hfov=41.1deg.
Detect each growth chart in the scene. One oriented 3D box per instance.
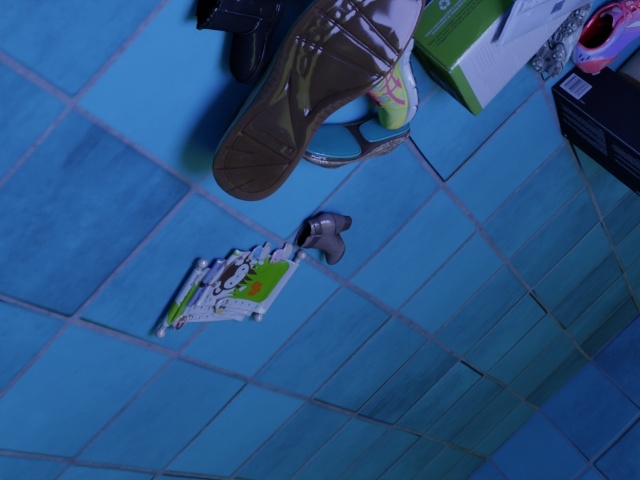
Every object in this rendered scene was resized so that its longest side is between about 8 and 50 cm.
[{"bbox_3d":[-0.133,0.073,1.326,0.237,0.021,0.172,-1,129,-49],"label":"growth chart"}]

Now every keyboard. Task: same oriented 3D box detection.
[{"bbox_3d":[0.323,-0.325,1.152,0.256,0.014,0.072,-30,159,-36],"label":"keyboard"}]

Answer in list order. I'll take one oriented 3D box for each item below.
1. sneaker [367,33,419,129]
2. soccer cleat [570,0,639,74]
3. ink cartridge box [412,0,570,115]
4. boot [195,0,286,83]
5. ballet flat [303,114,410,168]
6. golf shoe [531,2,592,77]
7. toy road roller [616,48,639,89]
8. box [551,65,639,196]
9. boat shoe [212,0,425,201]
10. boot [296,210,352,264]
[{"bbox_3d":[0.073,-0.225,1.145,0.094,0.081,0.208,-27,140,-12],"label":"sneaker"},{"bbox_3d":[0.527,-0.387,1.453,0.248,0.083,0.095,-42,149,6],"label":"soccer cleat"},{"bbox_3d":[0.254,-0.319,1.182,0.255,0.097,0.189,-47,158,6],"label":"ink cartridge box"},{"bbox_3d":[-0.097,-0.238,0.954,0.099,0.045,0.121,-1,125,-50],"label":"boot"},{"bbox_3d":[0.042,-0.133,1.226,0.206,0.073,0.067,-15,154,-33],"label":"ballet flat"},{"bbox_3d":[0.396,-0.353,1.379,0.086,0.069,0.176,-44,160,-40],"label":"golf shoe"},{"bbox_3d":[0.736,-0.256,1.696,0.202,0.240,0.329,-46,149,5],"label":"toy road roller"},{"bbox_3d":[0.556,-0.191,1.550,0.103,0.261,0.184,-42,150,-2],"label":"box"},{"bbox_3d":[-0.013,-0.204,1.039,0.123,0.123,0.342,32,109,-21],"label":"boat shoe"},{"bbox_3d":[0.000,0.000,1.374,0.087,0.042,0.118,-10,136,-33],"label":"boot"}]
